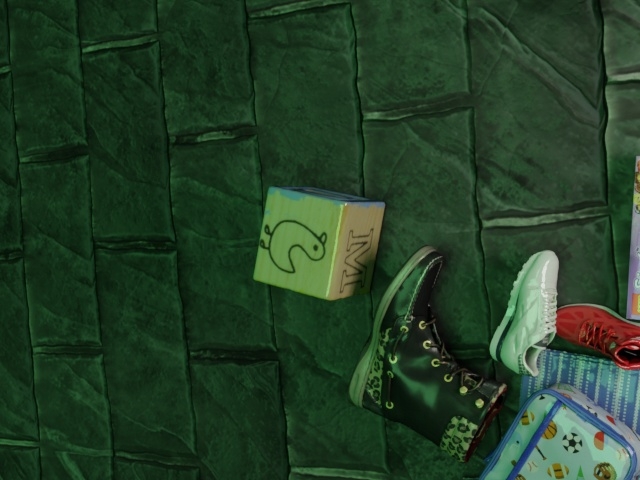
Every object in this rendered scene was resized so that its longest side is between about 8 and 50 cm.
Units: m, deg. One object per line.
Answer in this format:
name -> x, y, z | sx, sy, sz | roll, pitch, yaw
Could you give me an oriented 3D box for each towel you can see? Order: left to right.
towel -> 0.533, 0.334, 1.642 | 0.336, 0.040, 0.243 | 7, 98, 30

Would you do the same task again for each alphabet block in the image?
alphabet block -> 0.000, 0.000, 1.824 | 0.192, 0.193, 0.197 | 13, 98, 29

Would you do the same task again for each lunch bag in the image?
lunch bag -> 0.425, 0.426, 1.629 | 0.243, 0.115, 0.303 | 36, 110, 25

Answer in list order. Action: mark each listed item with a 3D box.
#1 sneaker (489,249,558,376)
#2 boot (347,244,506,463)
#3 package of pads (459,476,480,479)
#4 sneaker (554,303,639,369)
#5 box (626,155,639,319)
sneaker -> 0.401, 0.134, 1.650 | 0.095, 0.090, 0.235 | 28, 105, 51
boot -> 0.231, 0.227, 1.737 | 0.284, 0.138, 0.377 | 31, 110, 25
package of pads -> 0.308, 0.510, 1.767 | 0.050, 0.032, 0.083 | -12, 86, 30
sneaker -> 0.507, 0.168, 1.591 | 0.221, 0.128, 0.087 | 10, 97, 28
box -> 0.646, 0.001, 1.548 | 0.201, 0.057, 0.293 | 4, 94, 29
